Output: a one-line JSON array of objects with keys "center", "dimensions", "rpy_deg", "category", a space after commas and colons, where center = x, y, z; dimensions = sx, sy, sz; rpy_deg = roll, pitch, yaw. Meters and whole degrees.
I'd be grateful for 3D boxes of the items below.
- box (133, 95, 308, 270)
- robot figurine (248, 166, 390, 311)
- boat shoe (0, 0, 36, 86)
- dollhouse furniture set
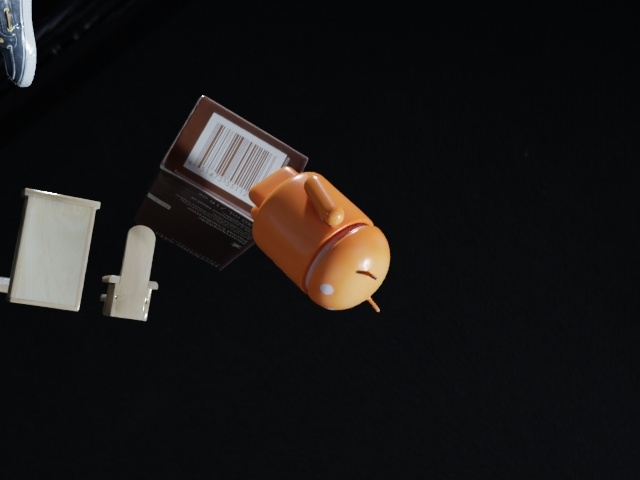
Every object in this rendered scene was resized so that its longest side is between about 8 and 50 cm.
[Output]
[{"center": [-0.178, -0.078, 1.478], "dimensions": [0.191, 0.381, 0.143], "rpy_deg": [30, -107, -9], "category": "box"}, {"center": [0.000, -0.001, 1.150], "dimensions": [0.219, 0.128, 0.158], "rpy_deg": [44, -63, 25], "category": "robot figurine"}, {"center": [-0.437, -0.293, 1.218], "dimensions": [0.083, 0.183, 0.065], "rpy_deg": [-16, -144, -34], "category": "boat shoe"}, {"center": [-0.462, 0.026, 1.520], "dimensions": [0.303, 0.355, 0.174], "rpy_deg": [12, -97, -25], "category": "dollhouse furniture set"}]
